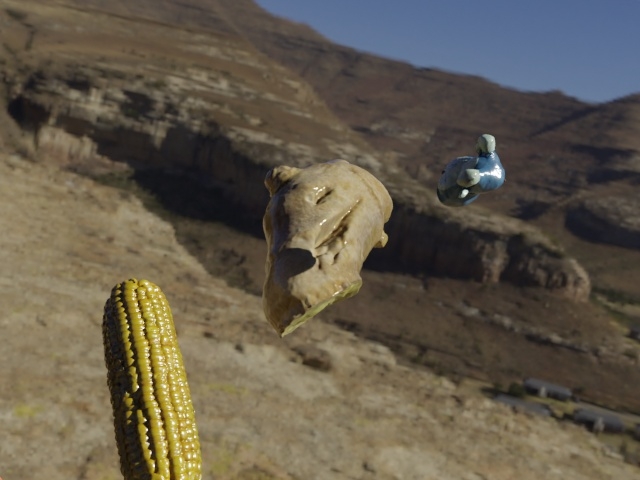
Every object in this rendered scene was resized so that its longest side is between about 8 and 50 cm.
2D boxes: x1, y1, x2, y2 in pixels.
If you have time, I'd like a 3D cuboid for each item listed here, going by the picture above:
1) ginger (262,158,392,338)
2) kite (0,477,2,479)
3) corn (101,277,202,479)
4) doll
[{"bbox_3d":[0.000,0.000,1.173,0.190,0.126,0.354,35,33,-15],"label":"ginger"},{"bbox_3d":[-0.364,0.233,0.915,0.327,0.013,0.377,37,-16,51],"label":"kite"},{"bbox_3d":[-0.141,0.127,0.760,0.068,0.207,0.068,-11,-25,-5],"label":"corn"},{"bbox_3d":[0.158,-0.065,0.987,0.050,0.076,0.083,42,-32,-15],"label":"doll"}]
